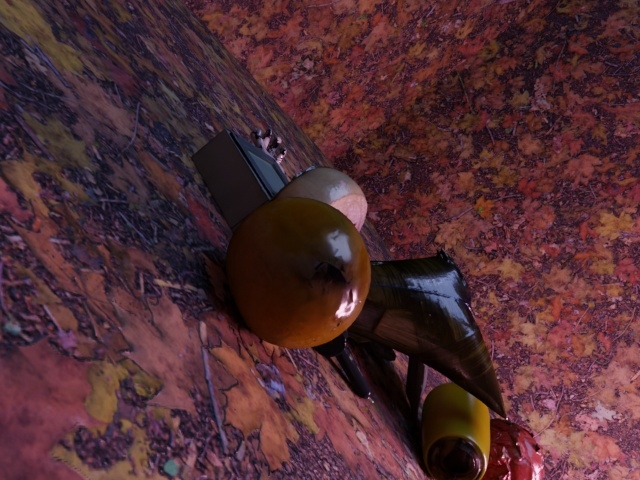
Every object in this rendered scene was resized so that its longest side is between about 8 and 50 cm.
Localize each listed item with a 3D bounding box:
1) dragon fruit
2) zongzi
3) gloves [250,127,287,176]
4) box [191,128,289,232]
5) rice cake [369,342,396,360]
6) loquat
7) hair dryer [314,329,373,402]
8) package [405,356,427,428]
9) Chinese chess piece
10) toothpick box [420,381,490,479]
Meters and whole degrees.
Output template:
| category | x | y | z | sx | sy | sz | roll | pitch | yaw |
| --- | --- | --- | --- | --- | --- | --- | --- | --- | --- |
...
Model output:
| category | x | y | z | sx | sy | sz | roll | pitch | yaw |
| --- | --- | --- | --- | --- | --- | --- | --- | --- | --- |
| dragon fruit | 0.501 | 0.616 | 1.415 | 0.240 | 0.241 | 0.252 | 58 | 1 | 19 |
| zongzi | 0.212 | 0.237 | 1.190 | 0.404 | 0.207 | 0.431 | -2 | 56 | -24 |
| gloves | -0.175 | -0.265 | 1.605 | 0.128 | 0.111 | 0.212 | 6 | 47 | -42 |
| box | -0.153 | -0.119 | 1.194 | 0.225 | 0.118 | 0.225 | 58 | 13 | 21 |
| rice cake | 0.155 | 0.261 | 1.510 | 0.085 | 0.040 | 0.226 | 34 | 22 | -43 |
| loquat | -0.040 | 0.055 | 0.875 | 0.263 | 0.263 | 0.263 | 51 | 12 | -14 |
| hair dryer | 0.059 | 0.259 | 1.097 | 0.219 | 0.072 | 0.124 | 60 | 11 | -4 |
| package | 0.266 | 0.359 | 1.394 | 0.251 | 0.062 | 0.203 | -57 | 148 | -67 |
| Chinese chess piece | -0.019 | -0.033 | 1.115 | 0.112 | 0.270 | 0.270 | 41 | 5 | 24 |
| toothpick box | 0.334 | 0.484 | 1.253 | 0.174 | 0.175 | 0.271 | 54 | 17 | 2 |
